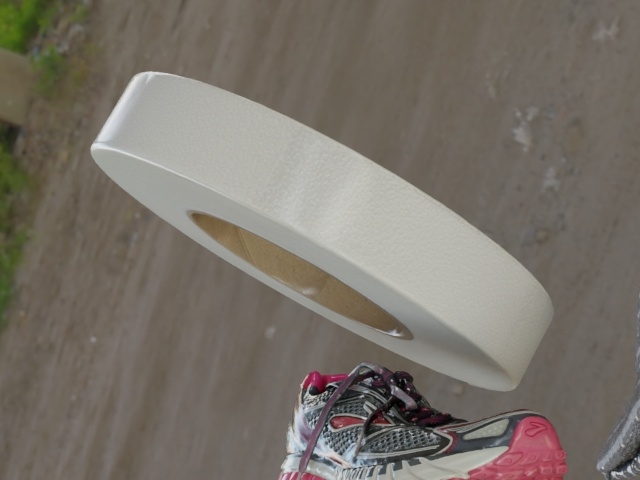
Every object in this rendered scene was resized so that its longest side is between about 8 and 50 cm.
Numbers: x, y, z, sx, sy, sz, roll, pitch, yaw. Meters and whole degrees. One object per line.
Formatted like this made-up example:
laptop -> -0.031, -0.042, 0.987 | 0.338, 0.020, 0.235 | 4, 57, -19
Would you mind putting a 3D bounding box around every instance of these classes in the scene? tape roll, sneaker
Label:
tape roll -> 0.000, 0.000, 1.000 | 0.072, 0.392, 0.392 | -60, 22, -10
sneaker -> 0.054, 0.141, 0.894 | 0.299, 0.120, 0.112 | -15, 67, 57

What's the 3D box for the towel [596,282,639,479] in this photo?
towel -> 0.291, 0.062, 0.949 | 0.284, 0.121, 0.235 | 79, -161, -65
